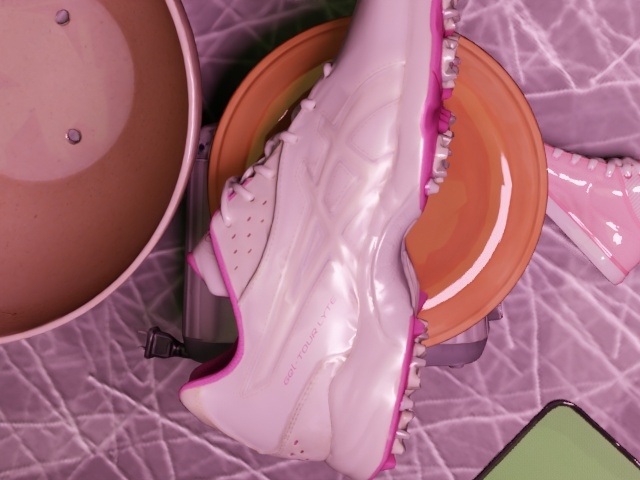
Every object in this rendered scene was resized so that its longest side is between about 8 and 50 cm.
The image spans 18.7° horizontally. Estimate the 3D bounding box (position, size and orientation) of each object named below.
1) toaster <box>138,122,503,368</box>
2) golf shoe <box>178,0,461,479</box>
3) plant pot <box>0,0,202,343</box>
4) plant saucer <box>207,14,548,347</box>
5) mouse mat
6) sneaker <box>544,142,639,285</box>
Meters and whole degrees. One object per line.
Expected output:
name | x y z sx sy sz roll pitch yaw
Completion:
toaster | 0.000 0.000 1.208 0.227 0.129 0.146 0 95 6
golf shoe | 0.001 -0.026 1.052 0.140 0.115 0.306 9 92 5
plant pot | -0.196 -0.092 1.186 0.284 0.191 0.284 1 99 8
plant saucer | 0.033 -0.032 1.123 0.200 0.037 0.200 0 92 2
mouse mat | 0.149 0.216 1.282 0.152 0.007 0.190 43 100 -1
sneaker | 0.164 -0.042 1.219 0.070 0.051 0.134 -43 95 10
